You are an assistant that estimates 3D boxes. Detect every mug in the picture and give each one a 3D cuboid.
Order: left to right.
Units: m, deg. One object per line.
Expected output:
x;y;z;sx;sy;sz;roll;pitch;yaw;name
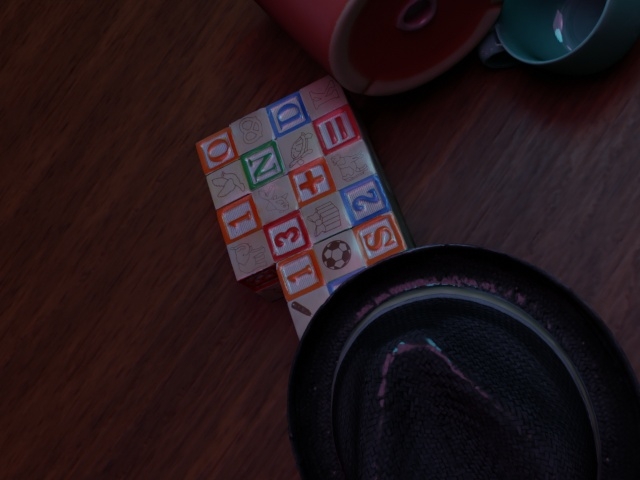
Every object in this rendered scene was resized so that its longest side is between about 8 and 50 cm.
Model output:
0.242;-0.230;0.786;0.158;0.097;0.129;20;103;49;mug

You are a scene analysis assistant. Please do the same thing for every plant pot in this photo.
0.044;-0.296;0.788;0.275;0.275;0.243;-32;62;8;plant pot

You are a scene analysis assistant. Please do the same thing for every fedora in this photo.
0.114;0.169;0.626;0.334;0.152;0.333;0;92;9;fedora

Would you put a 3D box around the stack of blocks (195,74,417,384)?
0.000;0.000;0.813;0.171;0.087;0.297;-25;66;11;stack of blocks
